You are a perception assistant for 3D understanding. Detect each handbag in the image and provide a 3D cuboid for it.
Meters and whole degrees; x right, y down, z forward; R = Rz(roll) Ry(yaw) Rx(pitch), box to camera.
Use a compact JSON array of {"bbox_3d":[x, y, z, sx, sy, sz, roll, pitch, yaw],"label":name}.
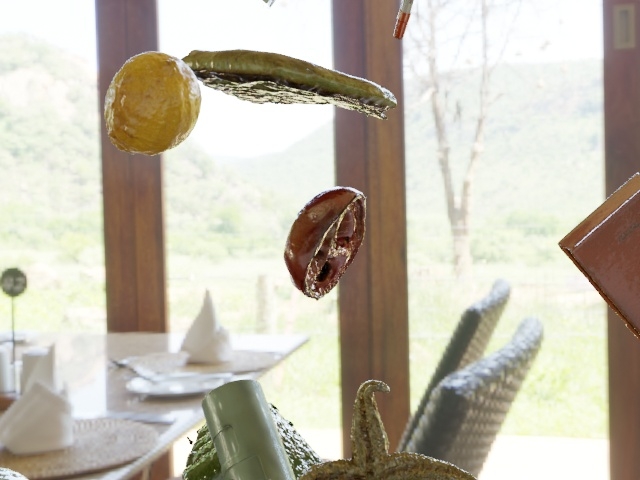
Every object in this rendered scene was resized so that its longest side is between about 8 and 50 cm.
[{"bbox_3d":[0.386,0.033,0.989,0.127,0.190,0.063,-42,14,4],"label":"handbag"}]

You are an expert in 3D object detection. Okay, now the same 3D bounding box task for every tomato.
[{"bbox_3d":[-0.002,-0.003,1.609,0.101,0.228,0.228,25,10,18],"label":"tomato"}]

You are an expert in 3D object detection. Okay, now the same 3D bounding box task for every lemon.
[{"bbox_3d":[-0.257,-0.202,1.290,0.142,0.142,0.187,-3,-37,-47],"label":"lemon"}]

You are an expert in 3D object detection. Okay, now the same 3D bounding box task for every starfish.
[{"bbox_3d":[0.093,0.404,1.430,0.375,0.327,0.094,-9,-12,-13],"label":"starfish"}]

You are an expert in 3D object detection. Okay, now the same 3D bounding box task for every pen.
[{"bbox_3d":[0.196,-0.543,1.817,0.028,0.239,0.028,9,38,-7],"label":"pen"}]

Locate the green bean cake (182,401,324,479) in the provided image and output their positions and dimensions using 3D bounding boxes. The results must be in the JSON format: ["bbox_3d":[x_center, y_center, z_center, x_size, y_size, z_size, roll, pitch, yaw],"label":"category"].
[{"bbox_3d":[-0.147,0.532,1.881,0.218,0.335,0.319,-42,8,14],"label":"green bean cake"}]

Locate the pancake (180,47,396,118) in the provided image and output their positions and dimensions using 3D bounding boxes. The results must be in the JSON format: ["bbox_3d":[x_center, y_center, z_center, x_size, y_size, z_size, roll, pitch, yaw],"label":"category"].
[{"bbox_3d":[-0.057,-0.318,1.721,0.427,0.066,0.305,8,-2,15],"label":"pancake"}]

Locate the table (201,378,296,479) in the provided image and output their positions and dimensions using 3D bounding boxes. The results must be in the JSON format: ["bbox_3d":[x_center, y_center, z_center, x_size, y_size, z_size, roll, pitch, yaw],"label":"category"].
[{"bbox_3d":[-0.135,0.387,1.598,0.126,0.220,0.126,-16,-33,-11],"label":"table"}]

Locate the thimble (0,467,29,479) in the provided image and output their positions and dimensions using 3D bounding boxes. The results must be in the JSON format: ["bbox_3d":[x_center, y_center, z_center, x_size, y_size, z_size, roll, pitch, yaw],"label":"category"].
[{"bbox_3d":[-0.738,0.672,1.931,0.195,0.291,0.291,28,19,37],"label":"thimble"}]

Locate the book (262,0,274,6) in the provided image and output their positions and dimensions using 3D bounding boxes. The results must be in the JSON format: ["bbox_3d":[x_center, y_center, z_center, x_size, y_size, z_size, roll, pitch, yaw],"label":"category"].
[{"bbox_3d":[-0.052,-0.433,1.348,0.016,0.138,0.198,32,9,-8],"label":"book"}]
